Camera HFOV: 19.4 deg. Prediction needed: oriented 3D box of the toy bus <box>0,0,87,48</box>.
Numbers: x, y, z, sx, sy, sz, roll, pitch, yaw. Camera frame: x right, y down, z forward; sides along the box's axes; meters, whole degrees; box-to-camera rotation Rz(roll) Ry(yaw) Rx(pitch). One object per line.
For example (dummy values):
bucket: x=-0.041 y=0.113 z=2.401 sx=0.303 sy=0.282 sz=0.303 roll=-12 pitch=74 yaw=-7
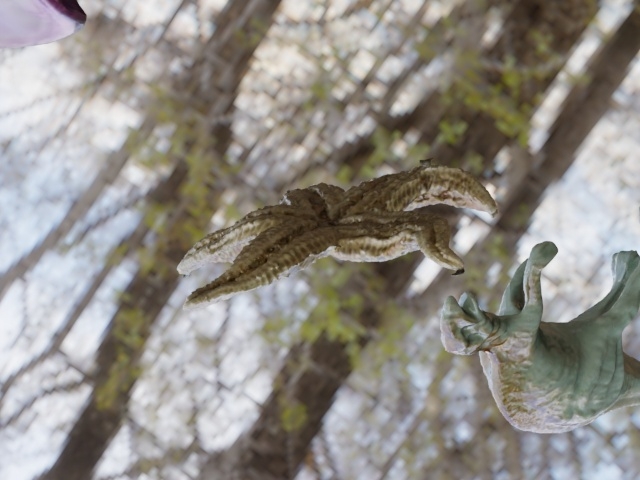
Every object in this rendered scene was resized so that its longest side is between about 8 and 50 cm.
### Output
toy bus: x=-0.183 y=-0.105 z=0.386 sx=0.162 sy=0.386 sz=0.171 roll=37 pitch=-129 yaw=-44

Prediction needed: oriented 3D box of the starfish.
starfish: x=0.000 y=0.000 z=1.286 sx=0.236 sy=0.062 sz=0.277 roll=-22 pitch=-162 yaw=-20

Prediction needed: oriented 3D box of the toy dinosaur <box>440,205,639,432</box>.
toy dinosaur: x=0.227 y=0.084 z=1.505 sx=0.092 sy=0.205 sz=0.393 roll=18 pitch=160 yaw=42
